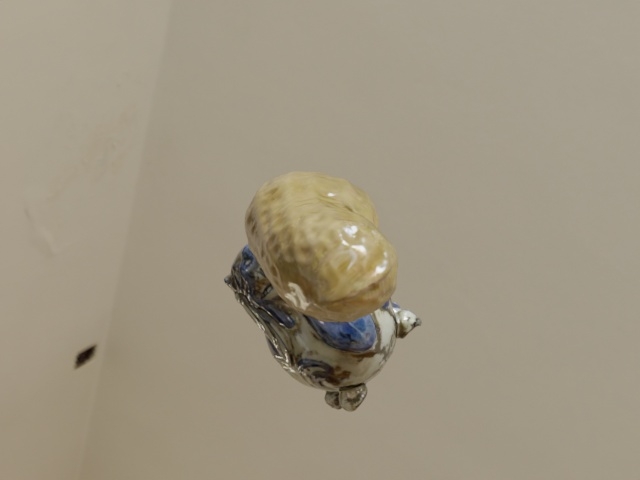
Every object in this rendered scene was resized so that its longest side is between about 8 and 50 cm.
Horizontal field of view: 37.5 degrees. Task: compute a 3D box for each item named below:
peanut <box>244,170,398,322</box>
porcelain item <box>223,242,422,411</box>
[{"bbox_3d":[0.000,0.000,0.753,0.108,0.226,0.095,-27,-70,-4],"label":"peanut"},{"bbox_3d":[-0.011,0.081,0.998,0.186,0.288,0.138,34,-95,1],"label":"porcelain item"}]
